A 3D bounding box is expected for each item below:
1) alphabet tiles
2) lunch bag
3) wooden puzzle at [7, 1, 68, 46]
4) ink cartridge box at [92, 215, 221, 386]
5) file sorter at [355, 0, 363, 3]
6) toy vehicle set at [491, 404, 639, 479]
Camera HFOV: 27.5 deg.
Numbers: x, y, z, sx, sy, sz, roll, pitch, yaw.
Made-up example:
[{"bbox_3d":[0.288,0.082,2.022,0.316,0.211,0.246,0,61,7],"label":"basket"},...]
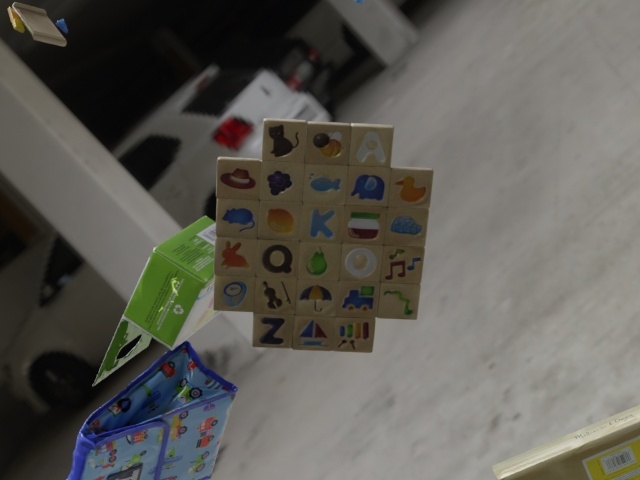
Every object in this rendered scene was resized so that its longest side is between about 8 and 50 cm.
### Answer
[{"bbox_3d":[0.000,0.000,1.766,0.011,0.285,0.342,-94,7,-64],"label":"alphabet tiles"},{"bbox_3d":[-0.294,0.322,2.036,0.293,0.138,0.221,-27,-33,-42],"label":"lunch bag"},{"bbox_3d":[-0.411,-0.313,1.907,0.014,0.078,0.116,-46,-33,24],"label":"wooden puzzle"},{"bbox_3d":[-0.220,0.111,1.970,0.255,0.097,0.189,-63,-10,24],"label":"ink cartridge box"},{"bbox_3d":[0.003,-0.391,1.589,0.104,0.170,0.118,7,-57,-55],"label":"file sorter"},{"bbox_3d":[0.347,0.278,1.470,0.267,0.166,0.035,-23,16,4],"label":"toy vehicle set"}]
